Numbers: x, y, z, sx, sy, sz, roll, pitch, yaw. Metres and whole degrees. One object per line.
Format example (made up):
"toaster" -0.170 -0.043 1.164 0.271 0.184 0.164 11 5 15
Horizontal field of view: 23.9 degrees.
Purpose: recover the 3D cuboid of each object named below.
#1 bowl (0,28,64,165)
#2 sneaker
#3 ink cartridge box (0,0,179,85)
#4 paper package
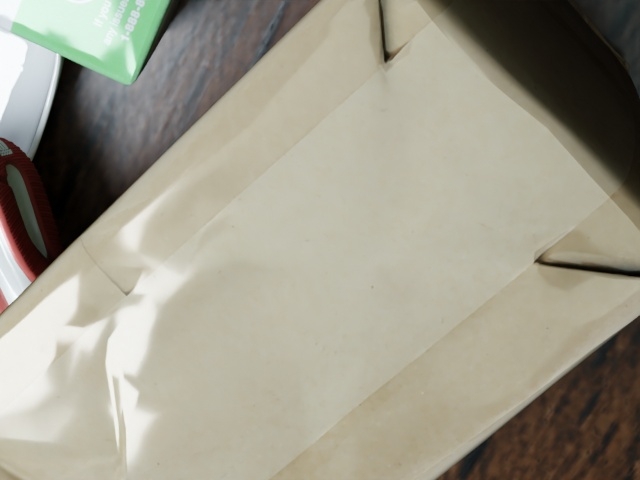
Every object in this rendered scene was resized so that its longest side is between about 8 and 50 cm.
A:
"bowl" -0.220 -0.090 0.854 0.142 0.053 0.142 23 110 -6
"sneaker" -0.195 0.064 0.839 0.128 0.087 0.221 -15 89 16
"ink cartridge box" -0.178 -0.238 0.754 0.289 0.121 0.211 24 112 -6
"paper package" 0.000 0.000 0.723 0.309 0.325 0.168 -43 98 16
